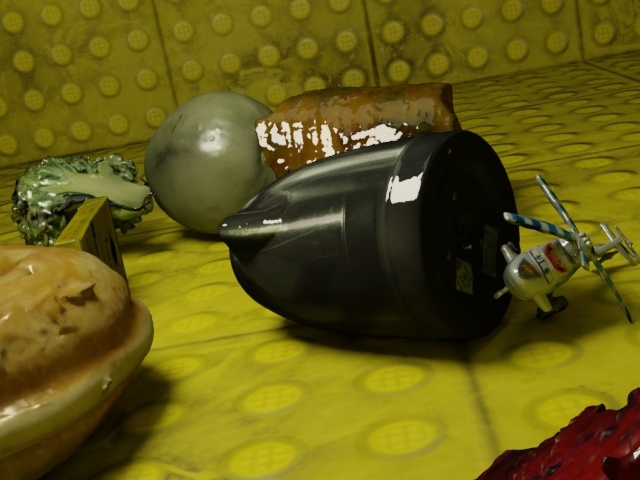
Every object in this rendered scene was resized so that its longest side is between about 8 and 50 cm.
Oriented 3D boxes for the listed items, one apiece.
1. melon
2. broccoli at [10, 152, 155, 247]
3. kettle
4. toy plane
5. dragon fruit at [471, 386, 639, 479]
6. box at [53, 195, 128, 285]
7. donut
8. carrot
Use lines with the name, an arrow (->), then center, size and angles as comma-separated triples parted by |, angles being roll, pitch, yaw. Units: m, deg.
melon -> -0.180, -0.134, 1.672 | 0.272, 0.271, 0.308 | -27, -7, -45
broccoli -> -0.407, -0.034, 1.670 | 0.273, 0.180, 0.242 | 15, 37, 18
kettle -> 0.062, 0.008, 1.126 | 0.324, 0.228, 0.321 | -5, -10, 37
toy plane -> 0.272, 0.017, 1.060 | 0.107, 0.182, 0.273 | -39, 1, 26
dragon fruit -> 0.100, 0.247, 0.424 | 0.329, 0.228, 0.286 | -39, -8, -21
box -> -0.319, 0.038, 1.330 | 0.041, 0.153, 0.279 | -12, 15, -3
donut -> -0.386, 0.132, 0.963 | 0.449, 0.198, 0.449 | -8, 16, 2
carrot -> 0.094, -0.130, 1.496 | 0.341, 0.241, 0.241 | -2, 17, 19
